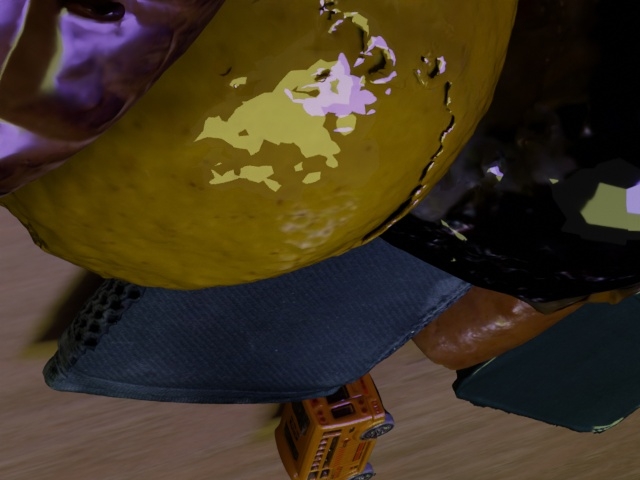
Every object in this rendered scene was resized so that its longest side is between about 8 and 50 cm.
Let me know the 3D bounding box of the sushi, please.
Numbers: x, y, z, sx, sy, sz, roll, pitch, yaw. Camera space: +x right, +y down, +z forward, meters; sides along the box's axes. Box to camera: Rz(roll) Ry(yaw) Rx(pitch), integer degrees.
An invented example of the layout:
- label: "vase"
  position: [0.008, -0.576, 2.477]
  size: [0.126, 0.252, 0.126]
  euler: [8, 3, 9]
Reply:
- label: "sushi"
  position: [0.127, -0.063, 0.755]
  size: [0.213, 0.200, 0.204]
  euler: [4, 158, 37]

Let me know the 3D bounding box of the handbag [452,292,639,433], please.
- label: "handbag"
  position: [0.239, 0.051, 1.313]
  size: [0.238, 0.089, 0.326]
  euler: [-31, 155, 19]

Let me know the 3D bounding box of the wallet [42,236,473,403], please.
- label: "wallet"
  position: [0.000, 0.000, 0.998]
  size: [0.237, 0.075, 0.342]
  euler: [2, 149, -35]

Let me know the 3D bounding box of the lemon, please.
- label: "lemon"
  position: [-0.036, -0.085, 0.607]
  size: [0.204, 0.204, 0.260]
  euler: [0, 153, -44]

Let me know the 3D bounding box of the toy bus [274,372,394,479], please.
- label: "toy bus"
  position: [0.007, 0.151, 1.335]
  size: [0.074, 0.069, 0.162]
  euler: [-15, 155, -16]

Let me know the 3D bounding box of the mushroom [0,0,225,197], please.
- label: "mushroom"
  position: [-0.129, -0.121, 0.430]
  size: [0.253, 0.153, 0.253]
  euler: [0, 117, 1]

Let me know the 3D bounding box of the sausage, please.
- label: "sausage"
  position: [0.161, -0.009, 1.087]
  size: [0.109, 0.109, 0.270]
  euler: [-1, 150, -42]
